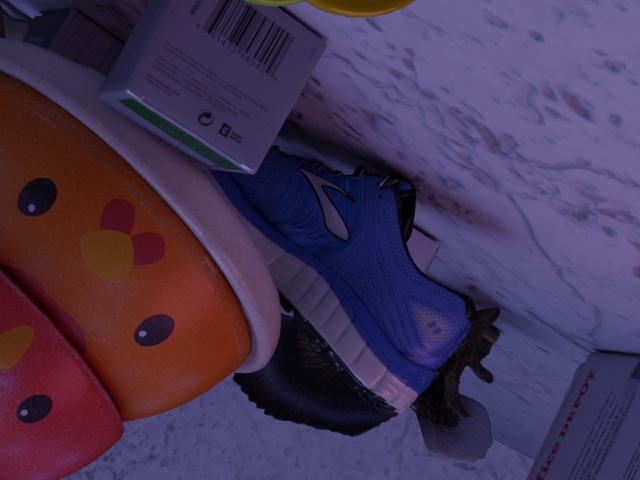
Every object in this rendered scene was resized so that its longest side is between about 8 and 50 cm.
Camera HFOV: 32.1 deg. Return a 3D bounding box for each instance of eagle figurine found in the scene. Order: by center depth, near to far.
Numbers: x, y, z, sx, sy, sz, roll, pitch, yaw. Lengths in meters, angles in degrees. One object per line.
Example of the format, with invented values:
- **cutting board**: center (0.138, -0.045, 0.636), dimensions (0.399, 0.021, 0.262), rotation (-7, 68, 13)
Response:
- **eagle figurine**: center (0.068, 0.129, 1.302), dimensions (0.226, 0.225, 0.298), rotation (33, 153, -27)

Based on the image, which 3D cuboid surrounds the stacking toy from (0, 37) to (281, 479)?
- **stacking toy**: center (-0.292, 0.117, 0.829), dimensions (0.350, 0.480, 0.351), rotation (34, 157, 17)

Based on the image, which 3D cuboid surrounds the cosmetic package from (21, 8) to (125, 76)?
- **cosmetic package**: center (-0.182, -0.112, 1.072), dimensions (0.238, 0.107, 0.127), rotation (32, 170, -30)

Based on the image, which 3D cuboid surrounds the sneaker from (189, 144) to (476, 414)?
- **sneaker**: center (0.003, -0.013, 0.954), dimensions (0.330, 0.147, 0.130), rotation (48, 171, 16)

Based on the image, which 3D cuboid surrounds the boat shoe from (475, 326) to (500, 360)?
- **boat shoe**: center (0.156, 0.121, 1.420), dimensions (0.064, 0.060, 0.178), rotation (34, 170, -25)

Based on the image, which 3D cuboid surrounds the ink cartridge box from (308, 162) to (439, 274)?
- **ink cartridge box**: center (0.000, 0.000, 1.143), dimensions (0.158, 0.092, 0.218), rotation (32, 173, -17)

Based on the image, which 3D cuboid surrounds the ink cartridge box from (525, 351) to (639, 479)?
- **ink cartridge box**: center (0.314, 0.225, 1.024), dimensions (0.121, 0.211, 0.289), rotation (30, 172, -10)

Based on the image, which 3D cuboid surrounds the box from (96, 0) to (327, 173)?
- **box**: center (-0.072, -0.111, 0.722), dimensions (0.101, 0.102, 0.087), rotation (32, 173, -23)

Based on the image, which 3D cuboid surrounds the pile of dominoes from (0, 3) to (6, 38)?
- **pile of dominoes**: center (-0.374, -0.205, 0.986), dimensions (0.251, 0.040, 0.196), rotation (34, 142, 22)

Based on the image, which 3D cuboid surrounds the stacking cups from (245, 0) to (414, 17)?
- **stacking cups**: center (-0.060, -0.154, 0.515), dimensions (0.096, 0.096, 0.316), rotation (35, 173, -31)

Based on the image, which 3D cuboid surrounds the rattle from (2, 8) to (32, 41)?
- **rattle**: center (-0.342, -0.211, 1.165), dimensions (0.199, 0.130, 0.143), rotation (1, -161, -19)
